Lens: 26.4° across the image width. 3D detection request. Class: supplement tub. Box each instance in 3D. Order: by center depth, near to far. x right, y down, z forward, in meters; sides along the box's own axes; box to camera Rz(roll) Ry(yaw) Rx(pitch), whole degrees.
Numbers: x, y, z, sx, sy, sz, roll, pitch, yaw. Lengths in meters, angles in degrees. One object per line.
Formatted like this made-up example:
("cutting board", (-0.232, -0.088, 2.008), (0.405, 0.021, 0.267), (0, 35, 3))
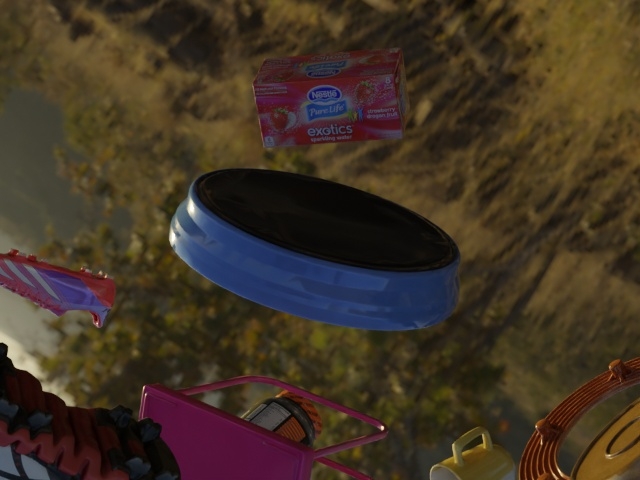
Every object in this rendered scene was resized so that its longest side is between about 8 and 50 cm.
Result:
("supplement tub", (-0.091, 0.319, 2.090), (0.117, 0.190, 0.117), (26, 134, 30))

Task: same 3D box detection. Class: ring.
("ring", (0.409, 0.242, 1.819), (0.032, 0.336, 0.336), (56, 163, -15))

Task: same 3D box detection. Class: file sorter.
("file sorter", (-0.064, 0.301, 1.369), (0.202, 0.291, 0.182), (17, -167, 35))

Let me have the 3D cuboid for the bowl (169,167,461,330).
("bowl", (0.000, 0.000, 1.786), (0.391, 0.077, 0.391), (14, -163, -4))

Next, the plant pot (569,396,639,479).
("plant pot", (0.382, 0.244, 1.649), (0.032, 0.236, 0.236), (47, 169, -1))

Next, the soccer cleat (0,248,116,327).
("soccer cleat", (-0.456, 0.074, 2.228), (0.248, 0.095, 0.083), (14, 179, -23))

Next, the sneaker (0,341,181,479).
("sneaker", (-0.244, 0.165, 1.060), (0.276, 0.135, 0.098), (35, -163, -35))

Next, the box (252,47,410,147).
("box", (0.021, -0.252, 2.403), (0.257, 0.123, 0.128), (-2, 120, 13))

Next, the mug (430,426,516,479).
("mug", (0.145, 0.213, 1.236), (0.062, 0.064, 0.078), (51, 151, 22))
